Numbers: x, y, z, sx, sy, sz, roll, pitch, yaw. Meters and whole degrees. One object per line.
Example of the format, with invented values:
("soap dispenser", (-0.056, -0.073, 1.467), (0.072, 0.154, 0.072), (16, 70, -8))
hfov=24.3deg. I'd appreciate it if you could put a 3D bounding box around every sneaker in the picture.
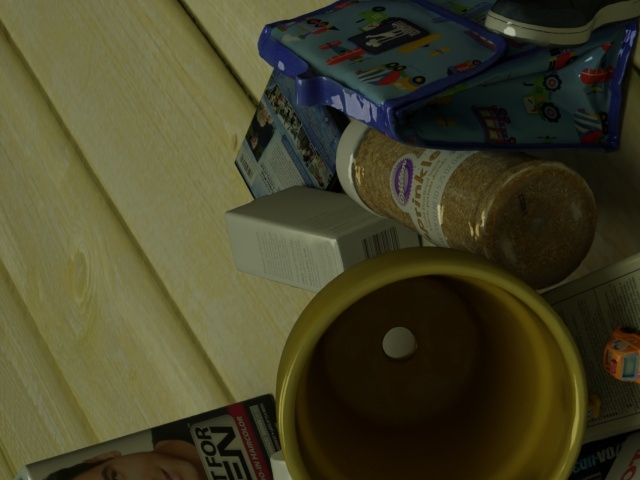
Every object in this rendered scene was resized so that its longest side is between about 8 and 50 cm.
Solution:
("sneaker", (0.210, -0.250, 1.214), (0.086, 0.226, 0.163), (21, 119, 27))

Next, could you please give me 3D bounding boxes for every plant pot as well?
("plant pot", (0.082, 0.118, 1.303), (0.239, 0.254, 0.254), (-116, 18, -78))

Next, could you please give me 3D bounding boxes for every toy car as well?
("toy car", (0.243, 0.125, 1.237), (0.060, 0.040, 0.122), (50, 142, 36))

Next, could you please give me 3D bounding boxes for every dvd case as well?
("dvd case", (-0.032, -0.108, 1.885), (0.180, 0.022, 0.253), (60, 147, 24))

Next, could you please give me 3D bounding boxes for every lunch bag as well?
("lunch bag", (0.100, -0.155, 1.360), (0.221, 0.293, 0.138), (38, 134, 47))

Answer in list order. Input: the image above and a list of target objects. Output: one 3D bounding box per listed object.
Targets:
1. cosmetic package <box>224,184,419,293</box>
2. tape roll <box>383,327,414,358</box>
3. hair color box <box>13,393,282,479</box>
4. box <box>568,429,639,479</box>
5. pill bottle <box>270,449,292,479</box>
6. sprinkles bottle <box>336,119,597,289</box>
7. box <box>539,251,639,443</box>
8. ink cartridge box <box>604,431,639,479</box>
("cosmetic package", (0.000, 0.000, 1.754), (0.231, 0.117, 0.085), (12, 118, 54))
("tape roll", (0.097, 0.186, 1.561), (0.169, 0.246, 0.246), (64, 148, 22))
("hair color box", (-0.214, 0.355, 2.032), (0.113, 0.374, 0.185), (-47, 62, 56))
("box", (0.205, 0.248, 1.469), (0.220, 0.175, 0.051), (-38, 69, 57))
("pill bottle", (0.007, 0.376, 1.919), (0.121, 0.121, 0.221), (-5, 97, 60))
("sprinkles bottle", (0.132, -0.052, 1.461), (0.355, 0.121, 0.121), (-148, 50, -65))
("box", (0.283, 0.091, 1.321), (0.311, 0.121, 0.148), (-29, 77, 60))
("ink cartridge box", (0.343, 0.265, 1.092), (0.166, 0.285, 0.395), (41, 150, -10))
